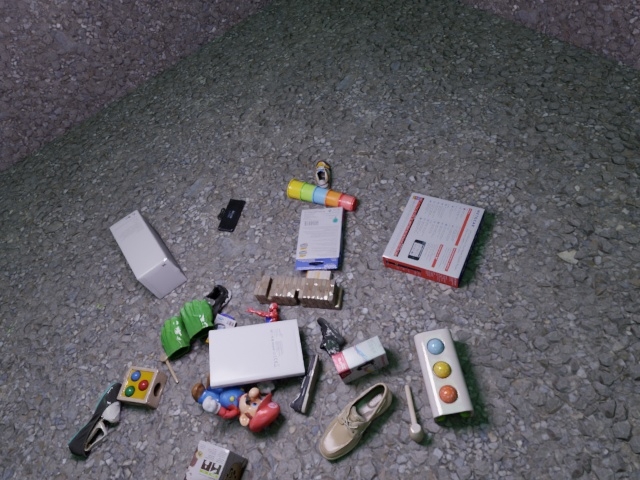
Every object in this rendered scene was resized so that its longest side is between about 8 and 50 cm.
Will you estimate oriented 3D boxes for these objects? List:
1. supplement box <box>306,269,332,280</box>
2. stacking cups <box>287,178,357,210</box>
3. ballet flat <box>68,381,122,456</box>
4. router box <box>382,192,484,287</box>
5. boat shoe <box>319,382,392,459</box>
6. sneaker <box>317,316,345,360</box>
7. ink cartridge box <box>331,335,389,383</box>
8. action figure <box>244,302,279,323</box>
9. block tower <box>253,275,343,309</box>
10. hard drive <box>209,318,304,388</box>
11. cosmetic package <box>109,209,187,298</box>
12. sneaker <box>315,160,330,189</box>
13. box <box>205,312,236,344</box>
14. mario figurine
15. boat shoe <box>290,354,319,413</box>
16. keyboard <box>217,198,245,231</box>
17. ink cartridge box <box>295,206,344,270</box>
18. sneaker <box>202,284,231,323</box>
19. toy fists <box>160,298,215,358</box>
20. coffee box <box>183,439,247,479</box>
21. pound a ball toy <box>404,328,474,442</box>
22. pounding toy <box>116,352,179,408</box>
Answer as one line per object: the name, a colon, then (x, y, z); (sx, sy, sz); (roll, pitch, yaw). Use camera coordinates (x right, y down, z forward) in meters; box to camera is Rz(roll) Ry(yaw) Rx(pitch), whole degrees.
supplement box: (-0.006, 0.156, 1.881); (0.099, 0.036, 0.062); (2, 57, 17)
stacking cups: (0.006, -0.192, 2.088); (0.317, 0.096, 0.096); (19, 64, 23)
ballet flat: (-0.803, 0.668, 1.724); (0.096, 0.095, 0.280); (29, 78, 19)
router box: (0.447, -0.010, 1.842); (0.301, 0.082, 0.335); (17, 63, 25)
boat shoe: (0.110, 0.581, 1.520); (0.302, 0.098, 0.109); (-39, 56, -13)
sneaker: (0.024, 0.364, 1.722); (0.089, 0.051, 0.170); (-40, 59, -18)
ink cartridge box: (0.140, 0.412, 1.610); (0.175, 0.127, 0.072); (-24, 55, -1)
action figure: (-0.236, 0.359, 1.769); (0.139, 0.091, 0.280); (8, 59, 9)
block tower: (-0.086, 0.203, 1.836); (0.336, 0.097, 0.090); (2, 58, 15)
hard drive: (-0.229, 0.398, 1.658); (0.319, 0.040, 0.210); (-7, 52, -7)
cosmetic package: (-0.758, 0.057, 2.059); (0.155, 0.196, 0.365); (-36, 54, -10)
sneaker: (0.011, -0.319, 2.172); (0.070, 0.083, 0.185); (-14, 54, 6)
box: (-0.389, 0.352, 1.834); (0.081, 0.028, 0.136); (24, 62, -11)
mario figurine: (-0.283, 0.532, 1.621); (0.321, 0.170, 0.198); (12, 59, 24)
boat shoe: (-0.054, 0.495, 1.640); (0.065, 0.075, 0.205); (8, 64, 17)
keyboard: (-0.429, -0.120, 2.196); (0.108, 0.023, 0.180); (9, 58, 13)
ink cartridge box: (0.000, 0.000, 1.971); (0.186, 0.065, 0.310); (-3, 54, 13)
sneaker: (-0.447, 0.275, 1.877); (0.078, 0.106, 0.234); (14, 61, 24)
toy fists: (-0.516, 0.335, 1.810); (0.279, 0.096, 0.142); (-40, 64, 24)
coffee box: (-0.358, 0.804, 1.454); (0.119, 0.168, 0.297); (8, 59, 20)
pound a ball toy: (0.361, 0.462, 1.511); (0.208, 0.135, 0.318); (-12, 54, 7)
pounding toy: (-0.637, 0.519, 1.770); (0.181, 0.094, 0.205); (2, 58, 17)
